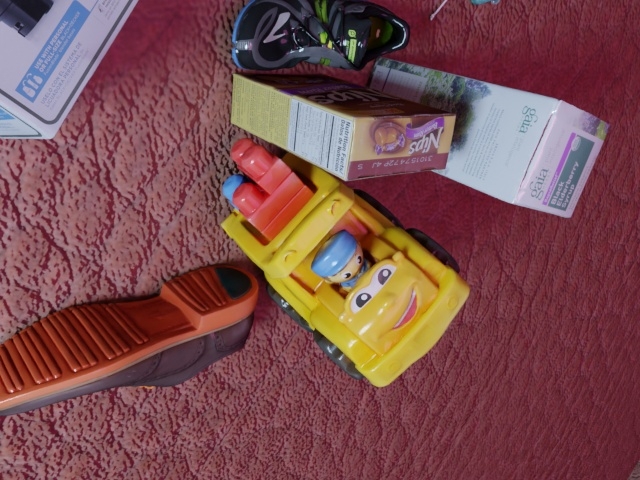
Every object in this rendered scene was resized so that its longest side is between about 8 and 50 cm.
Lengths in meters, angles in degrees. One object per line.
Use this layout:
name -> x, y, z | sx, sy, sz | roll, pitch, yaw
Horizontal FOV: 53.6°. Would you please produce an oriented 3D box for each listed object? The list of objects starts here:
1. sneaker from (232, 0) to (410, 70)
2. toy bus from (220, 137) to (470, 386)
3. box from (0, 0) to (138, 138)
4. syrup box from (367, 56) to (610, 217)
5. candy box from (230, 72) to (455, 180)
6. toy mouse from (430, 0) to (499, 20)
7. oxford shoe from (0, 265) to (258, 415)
sneaker -> 0.005, -0.192, 0.583 | 0.188, 0.078, 0.067 | -15, 121, -31
toy bus -> 0.000, 0.000, 0.593 | 0.149, 0.220, 0.211 | -46, 127, -3
box -> -0.245, -0.203, 0.346 | 0.290, 0.087, 0.169 | 41, 67, -43
syrup box -> 0.146, -0.108, 0.630 | 0.096, 0.237, 0.093 | 8, 106, -41
candy box -> 0.012, -0.107, 0.559 | 0.109, 0.187, 0.053 | -10, 119, -35
toy mouse -> 0.195, -0.321, 0.698 | 0.143, 0.031, 0.160 | -10, 118, -34
oxford shoe -> -0.176, 0.111, 0.592 | 0.272, 0.097, 0.098 | -16, 128, -31
